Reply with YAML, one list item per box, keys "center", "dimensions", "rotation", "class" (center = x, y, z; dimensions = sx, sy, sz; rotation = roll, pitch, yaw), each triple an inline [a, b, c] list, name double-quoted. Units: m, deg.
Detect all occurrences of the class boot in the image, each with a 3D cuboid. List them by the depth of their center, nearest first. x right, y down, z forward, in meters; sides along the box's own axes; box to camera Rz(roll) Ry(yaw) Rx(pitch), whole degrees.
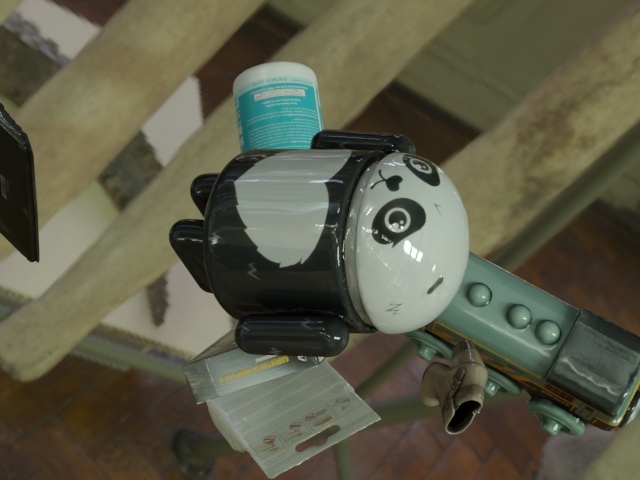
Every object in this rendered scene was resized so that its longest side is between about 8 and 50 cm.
- center: [0.132, 0.159, 1.171]
  dimensions: [0.042, 0.118, 0.087]
  rotation: [16, 42, -11]
  class: "boot"

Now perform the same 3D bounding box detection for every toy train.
- center: [0.233, 0.112, 1.366]
  dimensions: [0.334, 0.142, 0.190]
  rotation: [30, -15, 11]
  class: "toy train"

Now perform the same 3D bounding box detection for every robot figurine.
- center: [0.000, -0.003, 1.080]
  dimensions: [0.173, 0.278, 0.209]
  rotation: [-3, 96, -63]
  class: "robot figurine"

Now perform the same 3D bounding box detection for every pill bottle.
- center: [-0.063, -0.155, 1.944]
  dimensions: [0.146, 0.146, 0.264]
  rotation: [10, 67, -47]
  class: "pill bottle"

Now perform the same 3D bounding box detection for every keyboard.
- center: [-0.454, -0.107, 1.602]
  dimensions: [0.201, 0.317, 0.033]
  rotation: [42, 60, 13]
  class: "keyboard"

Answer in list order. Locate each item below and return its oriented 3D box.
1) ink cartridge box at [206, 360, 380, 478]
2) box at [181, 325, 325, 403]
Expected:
- center: [-0.039, 0.252, 1.642]
  dimensions: [0.224, 0.181, 0.056]
  rotation: [41, -29, 51]
  class: "ink cartridge box"
- center: [-0.054, 0.131, 1.538]
  dimensions: [0.056, 0.183, 0.231]
  rotation: [67, 22, -5]
  class: "box"
